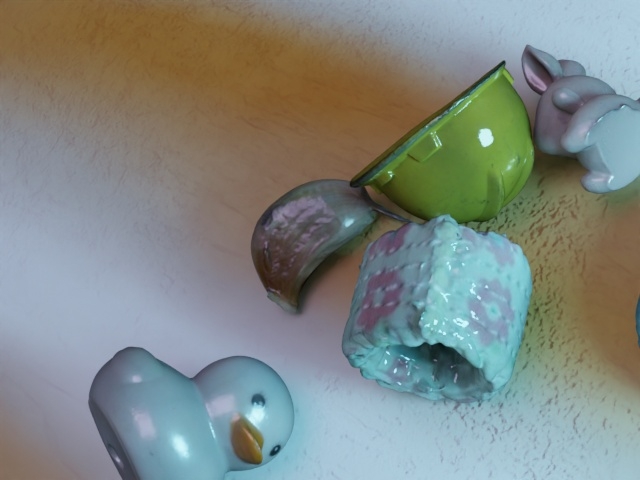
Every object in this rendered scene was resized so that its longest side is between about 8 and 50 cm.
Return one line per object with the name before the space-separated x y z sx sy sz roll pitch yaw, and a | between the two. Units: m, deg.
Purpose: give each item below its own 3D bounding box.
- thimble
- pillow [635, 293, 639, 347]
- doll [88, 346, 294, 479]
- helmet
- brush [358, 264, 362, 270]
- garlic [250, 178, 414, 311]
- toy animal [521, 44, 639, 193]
thimble | 0.124 0.074 1.270 0.185 0.211 0.149 12 67 8
pillow | 0.421 0.061 1.172 0.214 0.086 0.233 19 77 32
doll | -0.145 0.205 1.396 0.221 0.221 0.251 -57 33 -7
helmet | 0.159 -0.085 1.374 0.205 0.257 0.140 -40 90 -26
brush | 0.129 0.032 1.403 0.178 0.033 0.030 0 51 32
garlic | 0.003 -0.012 1.485 0.198 0.090 0.128 -34 67 4
toy animal | 0.289 -0.137 1.358 0.124 0.124 0.212 -43 29 5
